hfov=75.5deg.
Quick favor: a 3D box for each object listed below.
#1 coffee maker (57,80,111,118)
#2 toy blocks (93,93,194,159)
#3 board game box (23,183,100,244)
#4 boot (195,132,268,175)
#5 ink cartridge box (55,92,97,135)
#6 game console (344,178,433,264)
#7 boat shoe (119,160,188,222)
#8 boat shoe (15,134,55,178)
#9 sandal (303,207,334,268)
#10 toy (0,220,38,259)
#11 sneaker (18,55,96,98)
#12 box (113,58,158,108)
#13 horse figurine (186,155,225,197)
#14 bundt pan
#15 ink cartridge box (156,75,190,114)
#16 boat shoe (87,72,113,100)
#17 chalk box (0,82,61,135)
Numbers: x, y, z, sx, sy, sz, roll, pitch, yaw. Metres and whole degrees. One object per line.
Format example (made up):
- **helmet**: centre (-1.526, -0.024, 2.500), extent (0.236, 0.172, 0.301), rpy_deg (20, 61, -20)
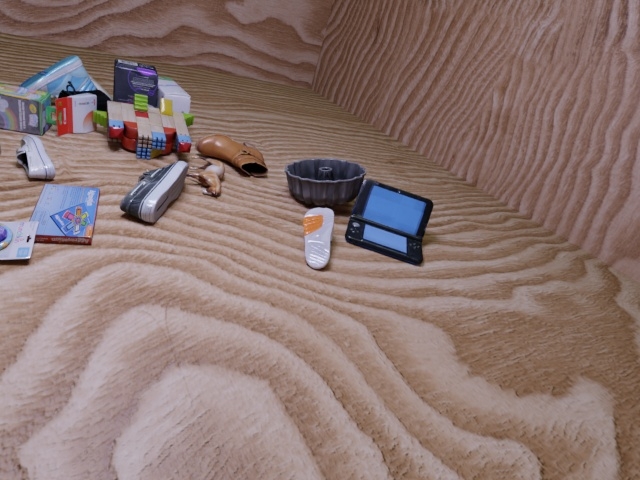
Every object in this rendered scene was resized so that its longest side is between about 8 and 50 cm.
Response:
- **coffee maker**: centre (-0.962, -0.565, 1.705), extent (0.120, 0.171, 0.178), rpy_deg (60, 34, -5)
- **toy blocks**: centre (-0.682, -0.424, 1.638), extent (0.382, 0.190, 0.260), rpy_deg (1, 44, -30)
- **board game box**: centre (-0.695, -0.078, 1.131), extent (0.145, 0.027, 0.281), rpy_deg (2, 32, -24)
- **boot**: centre (-0.371, -0.350, 1.752), extent (0.284, 0.109, 0.220), rpy_deg (8, 33, -34)
- **ink cartridge box**: centre (-0.935, -0.483, 1.594), extent (0.045, 0.145, 0.179), rpy_deg (17, 28, 0)
- **game console**: centre (0.261, -0.076, 1.529), extent (0.293, 0.173, 0.250), rpy_deg (18, 28, 2)
- **boat shoe**: centre (-0.520, -0.180, 1.315), extent (0.119, 0.121, 0.335), rpy_deg (19, 30, -7)
- **boat shoe**: centre (-0.905, -0.266, 1.287), extent (0.226, 0.083, 0.076), rpy_deg (37, 32, 31)
- **sandal**: centre (-0.011, 0.000, 1.355), extent (0.102, 0.076, 0.265), rpy_deg (3, 49, 3)
- **toy**: centre (-0.780, -0.017, 0.918), extent (0.237, 0.056, 0.136), rpy_deg (-3, 43, -22)
- **sneaker**: centre (-1.121, -0.626, 1.783), extent (0.319, 0.208, 0.127), rpy_deg (-41, 47, -17)
- **box**: centre (-0.791, -0.603, 1.759), extent (0.165, 0.270, 0.143), rpy_deg (2, 32, -28)
- **horse figurine**: centre (-0.432, -0.257, 1.569), extent (0.175, 0.066, 0.263), rpy_deg (12, 30, 0)
- **bundt pan**: centre (0.019, -0.234, 1.679), extent (0.331, 0.124, 0.330), rpy_deg (1, 27, -1)
- **ink cartridge box**: centre (-0.707, -0.613, 1.900), extent (0.117, 0.201, 0.278), rpy_deg (-6, 37, -37)
- **boat shoe**: centre (-1.096, -0.717, 1.976), extent (0.324, 0.096, 0.116), rpy_deg (41, -5, 30)
- **chalk box**: centre (-1.072, -0.477, 1.519), extent (0.213, 0.132, 0.132), rpy_deg (7, 30, -22)
